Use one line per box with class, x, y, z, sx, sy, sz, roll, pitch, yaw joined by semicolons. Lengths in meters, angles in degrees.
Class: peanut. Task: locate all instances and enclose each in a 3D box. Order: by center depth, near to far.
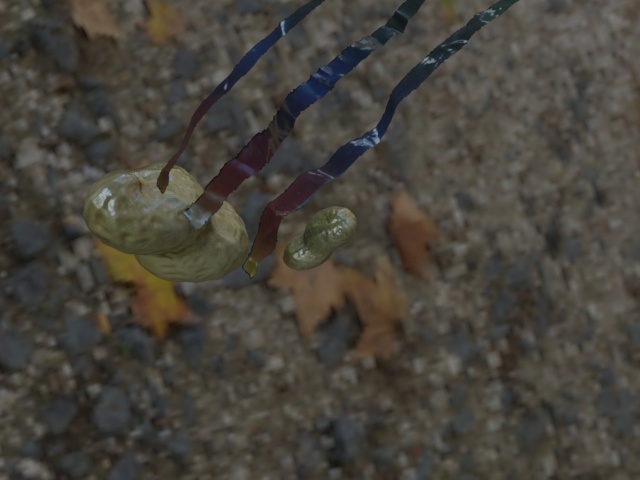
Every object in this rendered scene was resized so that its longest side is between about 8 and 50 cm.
peanut;-0.119;-0.014;1.378;0.187;0.082;0.082;36;45;-64
peanut;0.000;0.000;1.486;0.037;0.083;0.037;26;40;-24

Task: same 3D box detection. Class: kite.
kite;0.072;-0.133;0.777;0.360;0.204;0.022;-46;127;-4
